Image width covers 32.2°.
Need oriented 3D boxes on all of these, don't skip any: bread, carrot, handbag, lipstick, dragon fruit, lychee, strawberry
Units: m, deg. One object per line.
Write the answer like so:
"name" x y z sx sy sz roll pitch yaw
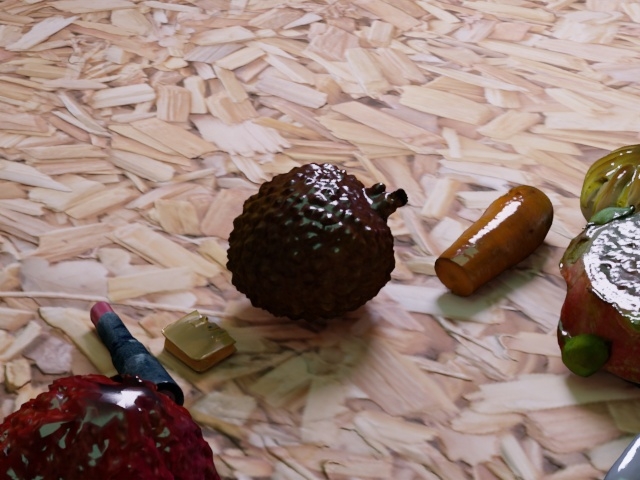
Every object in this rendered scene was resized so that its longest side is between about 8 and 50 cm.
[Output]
"bread" 0.434 -0.066 1.425 0.214 0.104 0.213 -3 18 1
"carrot" 0.228 -0.001 1.404 0.087 0.087 0.193 18 41 34
"handbag" -0.146 0.122 1.326 0.061 0.027 0.083 -29 41 -32
"lipstick" -0.226 0.130 1.302 0.054 0.053 0.234 -19 33 -20
"dragon fruit" 0.391 0.062 1.223 0.269 0.130 0.295 -9 32 -4
"lychee" 0.000 0.000 1.340 0.238 0.200 0.200 -28 30 10
"strawberry" -0.221 0.226 0.991 0.274 0.220 0.274 -1 32 1

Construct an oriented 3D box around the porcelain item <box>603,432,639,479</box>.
"porcelain item" 0.382 0.291 0.756 0.405 0.242 0.179 22 17 35
